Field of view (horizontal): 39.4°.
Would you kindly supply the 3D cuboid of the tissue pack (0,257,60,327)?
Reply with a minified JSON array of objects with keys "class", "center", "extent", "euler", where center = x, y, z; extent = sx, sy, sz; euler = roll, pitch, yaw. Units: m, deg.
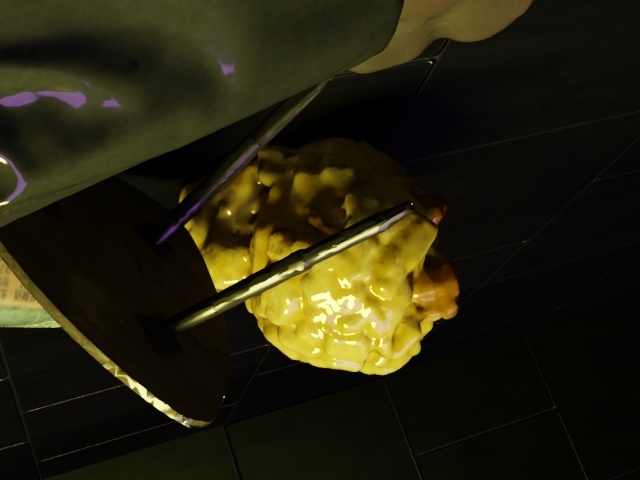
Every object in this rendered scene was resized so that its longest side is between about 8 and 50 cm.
[{"class":"tissue pack","center":[-0.349,0.021,0.776],"extent":[0.227,0.103,0.315],"euler":[-1,172,28]}]

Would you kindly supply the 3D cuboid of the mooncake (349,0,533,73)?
[{"class":"mooncake","center":[0.059,-0.219,0.613],"extent":[0.244,0.133,0.245],"euler":[-14,167,-3]}]

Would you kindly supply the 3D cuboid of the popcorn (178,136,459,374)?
[{"class":"popcorn","center":[0.000,0.000,0.990],"extent":[0.332,0.265,0.225],"euler":[16,145,14]}]

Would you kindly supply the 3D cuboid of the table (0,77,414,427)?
[{"class":"table","center":[-0.096,-0.063,0.787],"extent":[0.249,0.317,0.317],"euler":[-41,156,15]}]

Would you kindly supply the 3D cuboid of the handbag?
[{"class":"handbag","center":[-0.080,-0.176,0.371],"extent":[0.301,0.178,0.275],"euler":[-32,148,-42]}]
